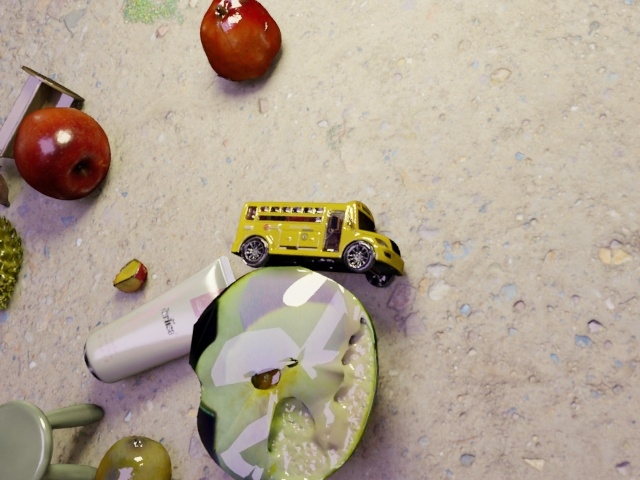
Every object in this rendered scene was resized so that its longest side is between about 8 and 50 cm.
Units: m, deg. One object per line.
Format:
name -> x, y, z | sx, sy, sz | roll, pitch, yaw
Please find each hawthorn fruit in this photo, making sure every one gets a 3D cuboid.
hawthorn fruit -> -0.186, -0.463, 1.542 | 0.185, 0.202, 0.185 | -6, 68, 14

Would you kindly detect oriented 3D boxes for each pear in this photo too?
pear -> -0.047, 0.258, 1.289 | 0.399, 0.165, 0.398 | -6, 73, 21

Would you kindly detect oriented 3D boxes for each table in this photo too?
table -> -0.733, -0.305, 1.759 | 0.167, 0.167, 0.226 | 32, 94, 27

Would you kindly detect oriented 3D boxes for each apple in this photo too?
apple -> -0.614, -0.210, 1.641 | 0.201, 0.218, 0.218 | 30, 88, 36

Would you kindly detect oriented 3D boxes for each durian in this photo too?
durian -> -0.886, 0.029, 1.772 | 0.394, 0.163, 0.198 | 26, 125, 31

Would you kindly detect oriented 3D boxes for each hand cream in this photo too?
hand cream -> -0.328, 0.186, 1.469 | 0.359, 0.118, 0.185 | -27, 67, 7

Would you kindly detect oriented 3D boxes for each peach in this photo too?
peach -> -0.429, 0.087, 1.566 | 0.083, 0.050, 0.077 | -48, 39, -7

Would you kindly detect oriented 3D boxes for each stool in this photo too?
stool -> -0.584, 0.438, 1.450 | 0.195, 0.199, 0.195 | -15, 71, 19

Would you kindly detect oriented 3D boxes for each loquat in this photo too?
loquat -> -0.380, 0.489, 1.380 | 0.152, 0.152, 0.195 | 11, 88, 25

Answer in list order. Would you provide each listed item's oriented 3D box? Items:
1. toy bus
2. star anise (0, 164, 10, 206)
toy bus -> 0.000, 0.000, 1.357 | 0.331, 0.145, 0.151 | 2, 74, 24
star anise -> -0.858, -0.189, 1.761 | 0.063, 0.208, 0.171 | -24, 71, -25
